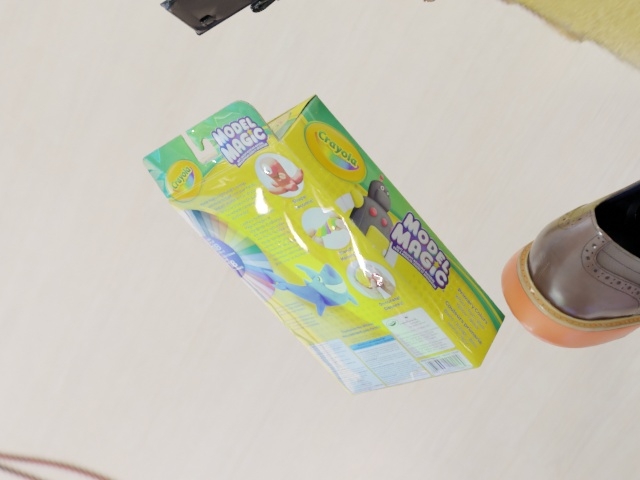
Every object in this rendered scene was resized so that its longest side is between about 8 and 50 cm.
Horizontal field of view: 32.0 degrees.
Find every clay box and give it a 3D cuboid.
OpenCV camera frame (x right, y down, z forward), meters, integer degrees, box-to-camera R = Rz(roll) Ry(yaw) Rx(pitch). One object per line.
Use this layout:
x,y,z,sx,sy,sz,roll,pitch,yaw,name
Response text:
0.000,0.000,0.711,0.222,0.053,0.127,49,141,-17,clay box

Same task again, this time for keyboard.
-0.060,-0.260,1.088,0.180,0.108,0.023,-28,70,16,keyboard

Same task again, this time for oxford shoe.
0.248,0.001,0.728,0.096,0.271,0.098,60,143,23,oxford shoe
